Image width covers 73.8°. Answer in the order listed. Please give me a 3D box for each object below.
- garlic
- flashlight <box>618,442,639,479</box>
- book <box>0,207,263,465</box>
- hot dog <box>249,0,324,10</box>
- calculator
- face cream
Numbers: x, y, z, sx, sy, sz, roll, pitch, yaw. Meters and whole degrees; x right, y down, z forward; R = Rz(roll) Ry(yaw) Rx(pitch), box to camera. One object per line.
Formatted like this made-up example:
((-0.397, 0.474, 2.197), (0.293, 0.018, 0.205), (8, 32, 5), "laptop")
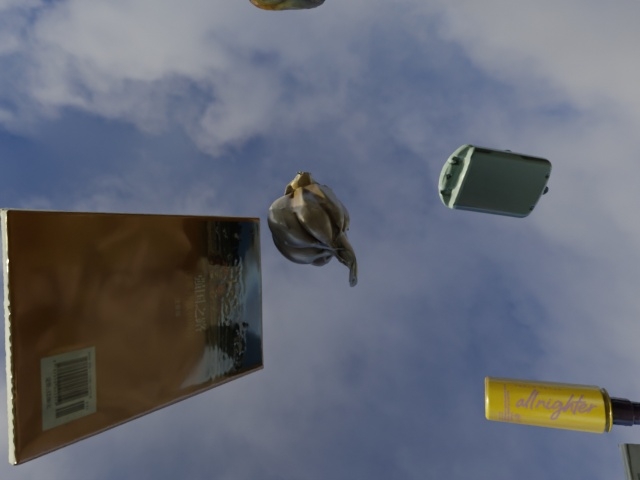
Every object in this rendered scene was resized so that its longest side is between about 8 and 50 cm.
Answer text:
((0.000, 0.000, 0.647), (0.127, 0.131, 0.194), (-37, -119, 2), "garlic")
((0.192, 0.164, 0.247), (0.018, 0.018, 0.083), (48, -137, -40), "flashlight")
((-0.210, 0.094, 0.578), (0.374, 0.028, 0.262), (-2, -91, -56), "book")
((-0.028, -0.282, 0.317), (0.083, 0.068, 0.288), (-9, -119, 11), "hot dog")
((0.369, -0.120, 0.894), (0.246, 0.141, 0.045), (6, -151, -10), "calculator")
((0.433, 0.288, 0.741), (0.273, 0.078, 0.078), (-1, -119, 20), "face cream")
